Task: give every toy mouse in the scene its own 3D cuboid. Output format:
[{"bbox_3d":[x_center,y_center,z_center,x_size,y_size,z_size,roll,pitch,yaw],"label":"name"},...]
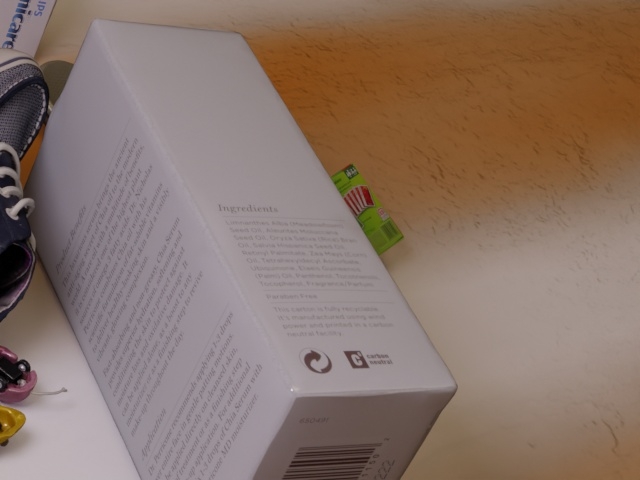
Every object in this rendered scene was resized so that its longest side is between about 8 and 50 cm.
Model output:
[{"bbox_3d":[-0.290,0.116,1.625,0.161,0.031,0.143,-10,49,-42],"label":"toy mouse"}]

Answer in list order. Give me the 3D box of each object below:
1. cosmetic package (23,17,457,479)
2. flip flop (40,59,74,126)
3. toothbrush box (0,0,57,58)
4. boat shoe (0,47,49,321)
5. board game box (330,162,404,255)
[{"bbox_3d":[-0.087,0.042,1.688,0.161,0.230,0.453,1,43,-34],"label":"cosmetic package"},{"bbox_3d":[-0.158,-0.100,1.954,0.277,0.080,0.112,35,35,11],"label":"flip flop"},{"bbox_3d":[-0.418,-0.308,2.019,0.283,0.122,0.206,11,37,-24],"label":"toothbrush box"},{"bbox_3d":[-0.284,-0.028,1.675,0.158,0.127,0.340,16,49,21],"label":"boat shoe"},{"bbox_3d":[0.000,0.000,1.936,0.092,0.043,0.181,55,37,0],"label":"board game box"}]
